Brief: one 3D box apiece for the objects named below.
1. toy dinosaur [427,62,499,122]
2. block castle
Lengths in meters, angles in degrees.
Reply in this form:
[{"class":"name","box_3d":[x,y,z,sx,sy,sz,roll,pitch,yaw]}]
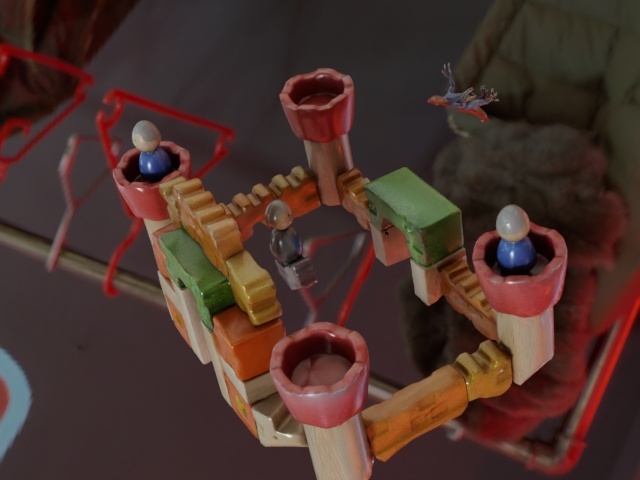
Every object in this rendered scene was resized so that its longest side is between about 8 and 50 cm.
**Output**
[{"class":"toy dinosaur","box_3d":[0.160,-0.155,1.264,0.082,0.090,0.047,-19,-144,-15]},{"class":"block castle","box_3d":[0.000,0.000,1.118,0.303,0.212,0.453,-26,-138,-17]}]
